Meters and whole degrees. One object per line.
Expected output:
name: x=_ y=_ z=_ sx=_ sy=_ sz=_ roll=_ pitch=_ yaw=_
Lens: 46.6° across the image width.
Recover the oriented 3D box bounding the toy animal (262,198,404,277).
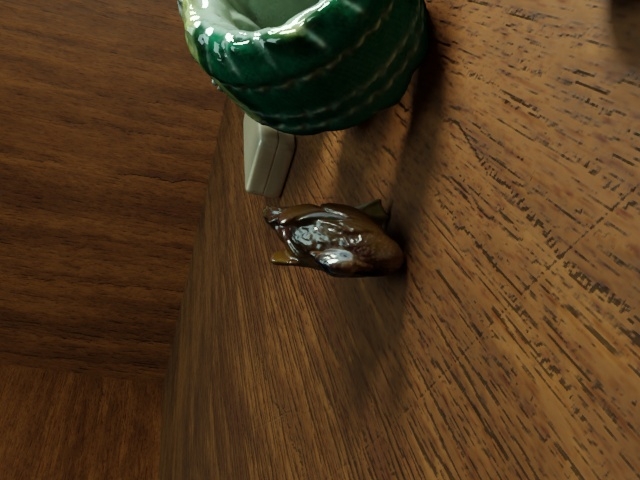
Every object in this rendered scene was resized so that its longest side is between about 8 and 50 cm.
toy animal: x=0.000 y=0.000 z=0.818 sx=0.179 sy=0.188 sz=0.089 roll=-23 pitch=-54 yaw=-65

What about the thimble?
thimble: x=-0.023 y=-0.256 z=0.865 sx=0.288 sy=0.167 sz=0.254 roll=2 pitch=63 yaw=31

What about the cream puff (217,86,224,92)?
cream puff: x=-0.105 y=-0.329 z=1.277 sx=0.282 sy=0.281 sz=0.185 roll=-136 pitch=65 yaw=-73

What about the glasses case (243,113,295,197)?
glasses case: x=-0.117 y=-0.239 z=1.635 sx=0.337 sy=0.076 sz=0.144 roll=-98 pitch=23 yaw=-52
